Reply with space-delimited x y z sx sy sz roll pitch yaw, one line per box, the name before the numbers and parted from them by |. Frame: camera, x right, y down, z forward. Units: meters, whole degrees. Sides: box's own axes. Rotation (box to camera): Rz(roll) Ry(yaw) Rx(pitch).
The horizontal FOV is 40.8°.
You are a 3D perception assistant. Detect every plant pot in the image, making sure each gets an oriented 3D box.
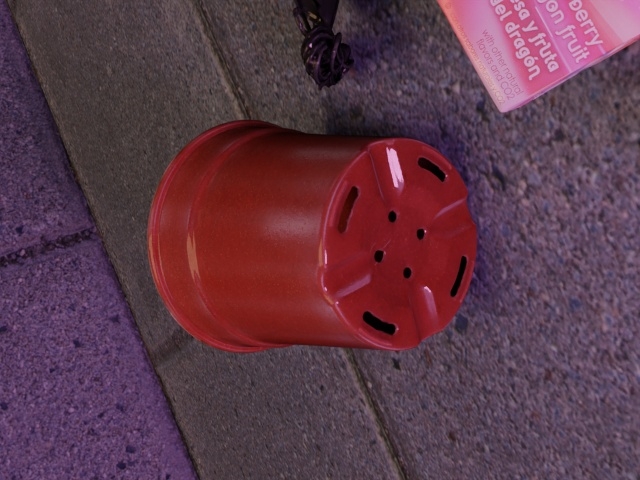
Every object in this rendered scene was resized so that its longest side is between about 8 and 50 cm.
plant pot | 0.000 0.000 0.903 0.265 0.272 0.273 3 111 53

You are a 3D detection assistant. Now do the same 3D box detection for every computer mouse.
computer mouse | 0.002 -0.293 0.862 0.188 0.072 0.272 -51 -50 -80

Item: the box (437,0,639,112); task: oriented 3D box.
box | 0.105 -0.247 0.530 0.142 0.154 0.300 -29 94 21
